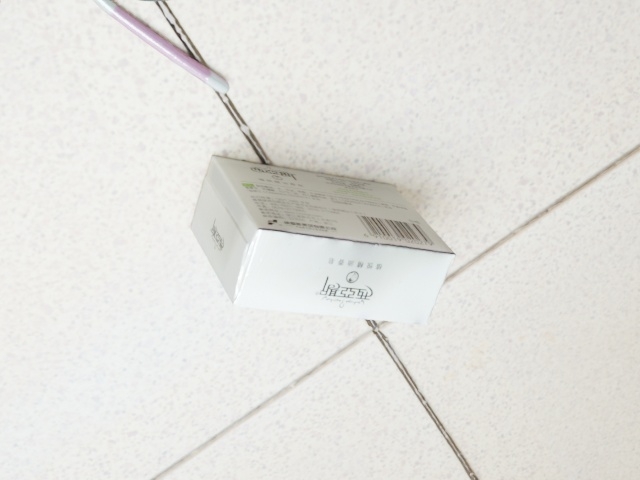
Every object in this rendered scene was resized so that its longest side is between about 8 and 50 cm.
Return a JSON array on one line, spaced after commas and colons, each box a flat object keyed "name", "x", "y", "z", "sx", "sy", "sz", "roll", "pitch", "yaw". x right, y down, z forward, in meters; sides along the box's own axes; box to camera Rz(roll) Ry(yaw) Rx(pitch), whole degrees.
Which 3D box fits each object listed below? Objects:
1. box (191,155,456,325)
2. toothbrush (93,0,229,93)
[{"name": "box", "x": 0.000, "y": 0.000, "z": 1.299, "sx": 0.260, "sy": 0.194, "sz": 0.111, "roll": 6, "pitch": 116, "yaw": -24}, {"name": "toothbrush", "x": -0.210, "y": -0.237, "z": 1.182, "sx": 0.286, "sy": 0.020, "sz": 0.025, "roll": 33, "pitch": 111, "yaw": -33}]
